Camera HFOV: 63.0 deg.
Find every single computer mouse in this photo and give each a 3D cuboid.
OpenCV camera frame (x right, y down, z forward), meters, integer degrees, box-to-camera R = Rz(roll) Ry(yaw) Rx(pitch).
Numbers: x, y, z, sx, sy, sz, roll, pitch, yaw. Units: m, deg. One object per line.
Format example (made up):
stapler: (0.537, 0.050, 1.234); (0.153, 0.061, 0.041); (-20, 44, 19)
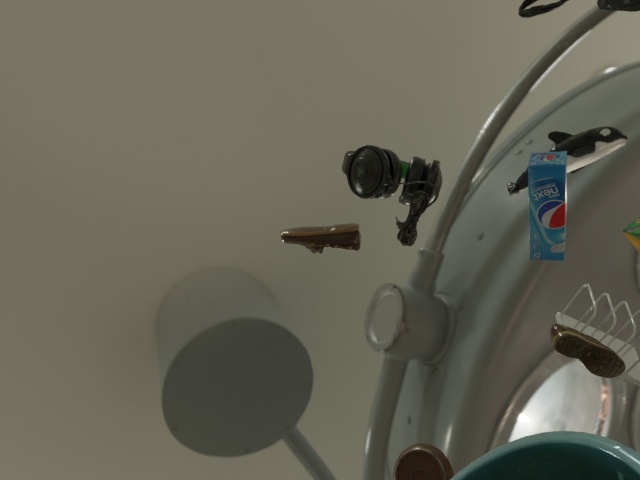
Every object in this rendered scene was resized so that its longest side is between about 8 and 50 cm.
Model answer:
computer mouse: (0.472, -0.416, 0.910); (0.041, 0.242, 0.071); (34, -112, -53)

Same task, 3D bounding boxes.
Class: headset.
headset: (0.183, -0.127, 1.290); (0.243, 0.394, 0.185); (10, -73, -13)

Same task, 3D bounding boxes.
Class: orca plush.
orca plush: (0.590, -0.217, 1.300); (0.151, 0.287, 0.102); (1, -117, -49)

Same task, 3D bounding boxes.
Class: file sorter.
file sorter: (0.933, 0.293, 1.657); (0.277, 0.193, 0.173); (25, -57, 3)

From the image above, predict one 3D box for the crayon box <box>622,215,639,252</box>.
crayon box: (1.034, 0.056, 1.513); (0.081, 0.165, 0.278); (-42, -88, 4)

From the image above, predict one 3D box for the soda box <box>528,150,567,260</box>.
soda box: (0.449, -0.065, 1.032); (0.067, 0.071, 0.210); (1, -59, 26)

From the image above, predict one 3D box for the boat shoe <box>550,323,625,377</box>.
boat shoe: (0.548, 0.222, 1.071); (0.178, 0.060, 0.064); (29, -63, -12)

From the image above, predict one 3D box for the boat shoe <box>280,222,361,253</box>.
boat shoe: (0.000, 0.000, 1.324); (0.207, 0.073, 0.073); (-1, -73, 12)

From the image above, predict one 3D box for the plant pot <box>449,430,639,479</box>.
plant pot: (0.267, 0.423, 0.471); (0.341, 0.341, 0.334); (-44, -85, -5)

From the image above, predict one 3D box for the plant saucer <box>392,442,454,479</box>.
plant saucer: (0.253, 0.600, 1.318); (0.168, 0.168, 0.029); (-55, -43, 0)
